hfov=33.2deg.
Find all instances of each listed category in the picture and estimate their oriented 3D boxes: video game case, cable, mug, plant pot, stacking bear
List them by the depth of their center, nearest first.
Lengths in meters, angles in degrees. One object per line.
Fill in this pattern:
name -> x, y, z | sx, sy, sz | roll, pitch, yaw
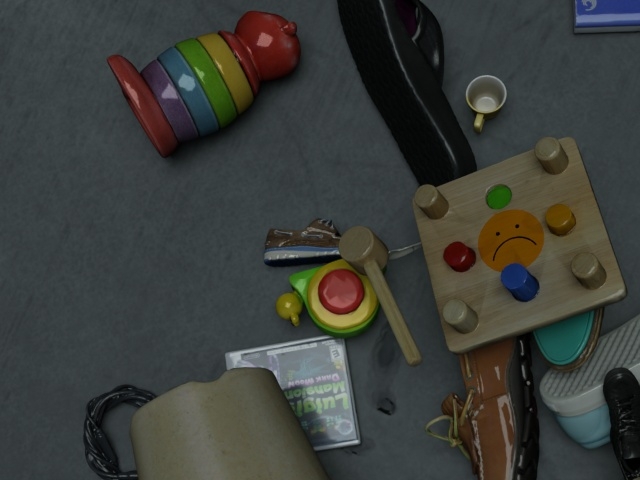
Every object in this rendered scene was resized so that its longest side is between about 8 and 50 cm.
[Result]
plant pot -> -0.120, 0.356, 1.488 | 0.334, 0.334, 0.305 | -24, 70, 2
video game case -> -0.044, 0.242, 1.651 | 0.190, 0.022, 0.173 | -10, 76, 5
cable -> -0.292, 0.311, 1.663 | 0.184, 0.047, 0.150 | 34, 89, 11
mug -> 0.255, -0.215, 1.692 | 0.078, 0.064, 0.062 | -41, 76, -2
stacking bear -> -0.166, -0.269, 1.723 | 0.289, 0.175, 0.164 | -30, 73, -7

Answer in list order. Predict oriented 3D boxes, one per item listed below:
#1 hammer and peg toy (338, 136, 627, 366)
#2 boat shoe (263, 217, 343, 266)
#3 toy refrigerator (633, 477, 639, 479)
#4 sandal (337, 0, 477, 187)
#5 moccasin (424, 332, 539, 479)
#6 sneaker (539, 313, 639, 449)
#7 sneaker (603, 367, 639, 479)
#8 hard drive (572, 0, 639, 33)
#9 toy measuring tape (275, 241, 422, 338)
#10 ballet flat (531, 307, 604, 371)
hammer and peg toy -> 0.223, 0.031, 1.506 | 0.361, 0.127, 0.266 | -22, 61, 18
boat shoe -> 0.000, 0.000, 1.678 | 0.183, 0.066, 0.066 | -3, 75, 7
toy refrigerator -> 0.476, 0.378, 1.513 | 0.269, 0.094, 0.102 | -46, 68, -4
sandal -> 0.144, -0.270, 1.694 | 0.107, 0.167, 0.445 | -20, 82, -23
moccasin -> 0.234, 0.244, 1.555 | 0.147, 0.139, 0.380 | -6, 79, 21
sneaker -> 0.504, 0.184, 1.537 | 0.366, 0.135, 0.150 | -25, 118, 13
sneaker -> 0.420, 0.263, 1.451 | 0.051, 0.089, 0.170 | -9, 118, 5
hard drive -> 0.565, -0.439, 1.713 | 0.319, 0.040, 0.210 | -1, 77, 8
toy measuring tape -> 0.095, 0.073, 1.629 | 0.330, 0.121, 0.121 | -16, 75, -1
ballet flat -> 0.358, 0.037, 1.586 | 0.116, 0.124, 0.342 | -22, 61, 25
